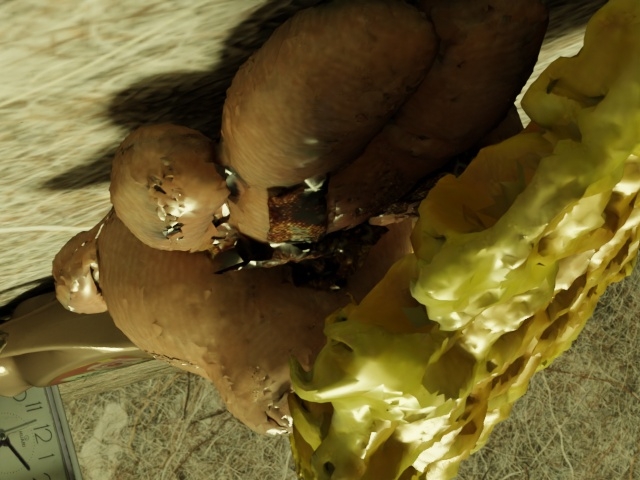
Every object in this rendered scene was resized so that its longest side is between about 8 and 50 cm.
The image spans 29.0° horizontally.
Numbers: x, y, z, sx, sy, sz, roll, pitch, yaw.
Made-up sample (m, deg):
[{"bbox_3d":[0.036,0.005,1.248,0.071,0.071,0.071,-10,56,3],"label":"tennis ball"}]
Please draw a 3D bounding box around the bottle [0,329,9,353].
[{"bbox_3d":[-0.249,0.062,0.739,0.099,0.099,0.152,-10,165,-40],"label":"bottle"}]

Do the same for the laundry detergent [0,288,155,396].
[{"bbox_3d":[-0.225,0.080,1.005,0.237,0.076,0.171,-16,173,21],"label":"laundry detergent"}]

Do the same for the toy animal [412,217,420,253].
[{"bbox_3d":[0.121,-0.018,0.999,0.116,0.114,0.255,32,148,-17],"label":"toy animal"}]

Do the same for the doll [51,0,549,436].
[{"bbox_3d":[0.000,0.000,0.551,0.201,0.156,0.303,-6,165,-22],"label":"doll"}]

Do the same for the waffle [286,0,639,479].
[{"bbox_3d":[0.101,-0.010,0.486,0.302,0.068,0.325,-47,167,-9],"label":"waffle"}]

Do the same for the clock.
[{"bbox_3d":[-0.344,0.219,1.335,0.144,0.193,0.073,-11,170,-41],"label":"clock"}]

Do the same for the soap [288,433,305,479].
[{"bbox_3d":[0.112,0.177,1.448,0.304,0.339,0.169,-17,175,21],"label":"soap"}]
